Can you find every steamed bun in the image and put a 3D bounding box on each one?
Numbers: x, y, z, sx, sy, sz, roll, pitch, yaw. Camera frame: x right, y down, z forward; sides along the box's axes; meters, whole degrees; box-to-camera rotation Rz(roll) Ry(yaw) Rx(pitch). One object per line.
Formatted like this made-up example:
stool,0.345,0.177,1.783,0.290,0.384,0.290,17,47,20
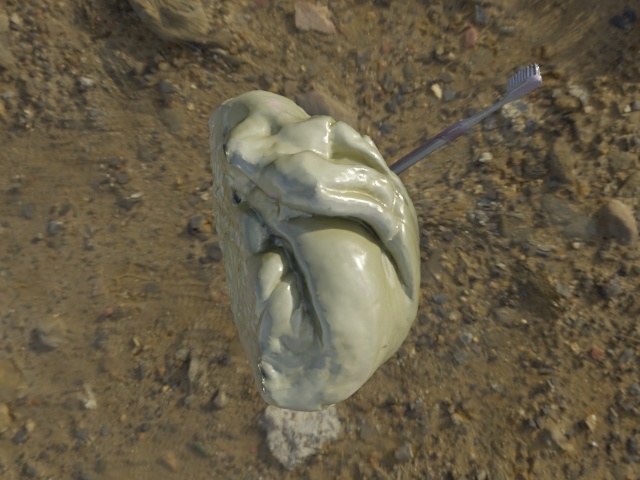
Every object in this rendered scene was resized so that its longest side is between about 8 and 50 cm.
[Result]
steamed bun,0.000,0.000,0.705,0.206,0.275,0.319,-6,92,-15

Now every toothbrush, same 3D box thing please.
toothbrush,0.191,-0.163,1.003,0.024,0.354,0.029,15,65,-27
